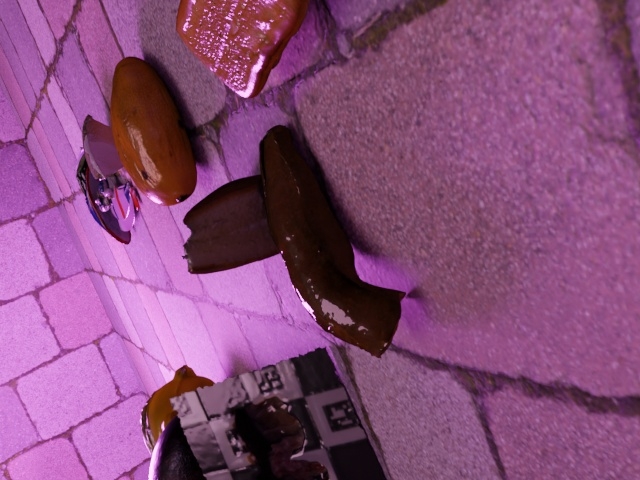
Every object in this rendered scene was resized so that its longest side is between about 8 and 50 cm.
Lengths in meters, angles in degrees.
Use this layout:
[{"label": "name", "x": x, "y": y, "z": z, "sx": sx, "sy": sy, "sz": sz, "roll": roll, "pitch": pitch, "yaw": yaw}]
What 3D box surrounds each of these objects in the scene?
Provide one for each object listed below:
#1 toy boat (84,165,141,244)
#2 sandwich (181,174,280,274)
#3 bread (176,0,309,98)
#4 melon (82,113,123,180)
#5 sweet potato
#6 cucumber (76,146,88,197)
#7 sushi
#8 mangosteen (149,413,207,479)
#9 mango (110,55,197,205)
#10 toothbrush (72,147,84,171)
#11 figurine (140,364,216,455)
[{"label": "toy boat", "x": -0.522, "y": -0.081, "z": 1.601, "sx": 0.318, "sy": 0.072, "sz": 0.219, "roll": 20, "pitch": 129, "yaw": 42}, {"label": "sandwich", "x": -0.098, "y": -0.026, "z": 0.777, "sx": 0.258, "sy": 0.096, "sz": 0.094, "roll": -75, "pitch": -30, "yaw": -76}, {"label": "bread", "x": -0.071, "y": -0.225, "z": 0.584, "sx": 0.116, "sy": 0.077, "sz": 0.200, "roll": 37, "pitch": 156, "yaw": -9}, {"label": "melon", "x": -0.483, "y": -0.214, "z": 1.362, "sx": 0.202, "sy": 0.093, "sz": 0.140, "roll": 37, "pitch": 147, "yaw": 56}, {"label": "sweet potato", "x": 0.004, "y": 0.000, "z": 0.686, "sx": 0.112, "sy": 0.085, "sz": 0.286, "roll": -36, "pitch": 67, "yaw": 30}, {"label": "cucumber", "x": -0.640, "y": -0.159, "z": 1.730, "sx": 0.046, "sy": 0.070, "sz": 0.220, "roll": -17, "pitch": 101, "yaw": 34}, {"label": "sushi", "x": -0.033, "y": 0.361, "z": 0.996, "sx": 0.296, "sy": 0.100, "sz": 0.373, "roll": -23, "pitch": 95, "yaw": 20}, {"label": "mangosteen", "x": -0.167, "y": 0.442, "z": 1.180, "sx": 0.300, "sy": 0.300, "sz": 0.300, "roll": 42, "pitch": 147, "yaw": 37}, {"label": "mango", "x": -0.283, "y": -0.178, "z": 1.002, "sx": 0.262, "sy": 0.109, "sz": 0.157, "roll": 64, "pitch": 158, "yaw": 3}, {"label": "toothbrush", "x": -0.648, "y": -0.235, "z": 1.669, "sx": 0.131, "sy": 0.011, "sz": 0.013, "roll": -52, "pitch": 53, "yaw": 32}, {"label": "figurine", "x": -0.280, "y": 0.464, "z": 1.451, "sx": 0.324, "sy": 0.231, "sz": 0.340, "roll": -92, "pitch": -11, "yaw": -51}]
